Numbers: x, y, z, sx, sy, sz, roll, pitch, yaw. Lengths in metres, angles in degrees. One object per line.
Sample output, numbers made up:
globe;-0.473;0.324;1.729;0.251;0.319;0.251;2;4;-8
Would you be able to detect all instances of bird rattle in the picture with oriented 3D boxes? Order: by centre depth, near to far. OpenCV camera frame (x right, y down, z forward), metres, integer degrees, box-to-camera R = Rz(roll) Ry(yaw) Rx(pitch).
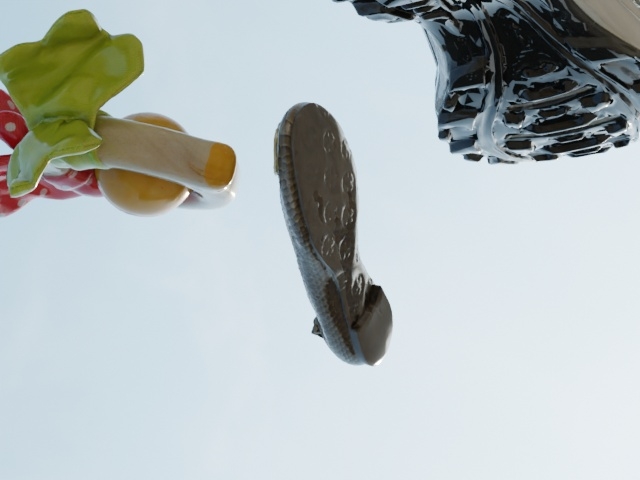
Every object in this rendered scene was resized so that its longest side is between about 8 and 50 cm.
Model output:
bird rattle;-0.166;-0.055;1.236;0.207;0.253;0.143;15;-109;-8

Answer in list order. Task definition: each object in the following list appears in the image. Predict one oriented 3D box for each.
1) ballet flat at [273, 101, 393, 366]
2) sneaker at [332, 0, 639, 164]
ballet flat;0.000;0.000;1.227;0.084;0.058;0.250;-56;-37;-35
sneaker;0.070;-0.109;0.607;0.271;0.100;0.108;43;-138;-55
